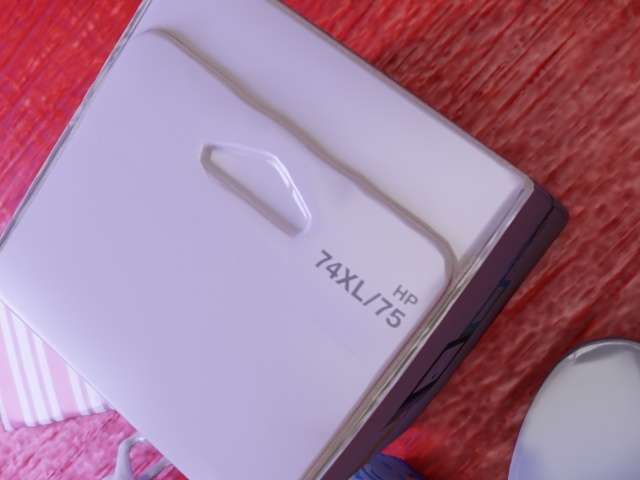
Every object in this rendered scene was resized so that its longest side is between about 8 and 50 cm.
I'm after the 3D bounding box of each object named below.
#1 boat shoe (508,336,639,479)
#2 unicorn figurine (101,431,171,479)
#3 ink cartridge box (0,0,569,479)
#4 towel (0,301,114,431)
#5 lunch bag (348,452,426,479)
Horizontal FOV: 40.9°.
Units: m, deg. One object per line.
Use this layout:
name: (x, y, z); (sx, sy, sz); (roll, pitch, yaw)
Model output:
boat shoe: (0.175, 0.205, 0.520); (0.113, 0.105, 0.306); (-6, 93, 15)
unicorn figurine: (-0.131, 0.195, 0.633); (0.161, 0.060, 0.111); (18, 57, 35)
ink cartridge box: (0.000, 0.000, 0.496); (0.198, 0.270, 0.197); (38, 101, 16)
towel: (-0.189, 0.067, 0.690); (0.197, 0.029, 0.144); (-15, 86, 18)
lunch bag: (0.031, 0.198, 0.526); (0.151, 0.128, 0.096); (33, 101, 52)
